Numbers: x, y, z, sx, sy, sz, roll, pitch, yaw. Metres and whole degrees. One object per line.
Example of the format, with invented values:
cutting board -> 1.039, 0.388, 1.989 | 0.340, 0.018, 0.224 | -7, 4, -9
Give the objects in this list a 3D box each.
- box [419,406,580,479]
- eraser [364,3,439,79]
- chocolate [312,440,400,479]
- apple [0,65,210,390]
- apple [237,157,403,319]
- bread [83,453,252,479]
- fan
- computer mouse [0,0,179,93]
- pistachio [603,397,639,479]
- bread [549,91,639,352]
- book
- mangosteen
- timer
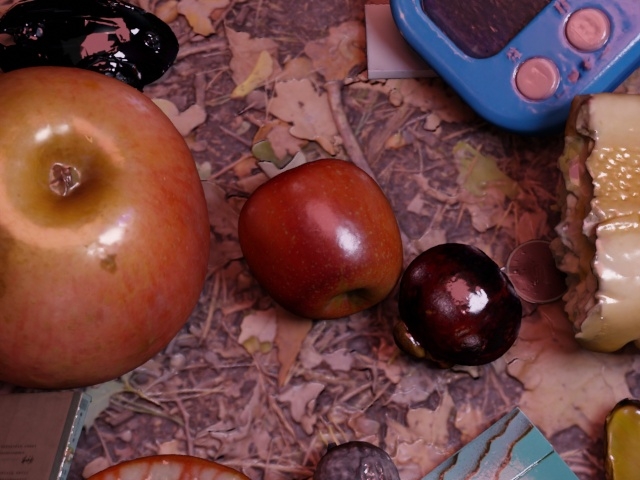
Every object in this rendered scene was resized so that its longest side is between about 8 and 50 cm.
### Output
box -> 0.228, 0.318, 1.754 | 0.162, 0.041, 0.229 | -34, 70, -15
eraser -> 0.131, -0.256, 2.036 | 0.150, 0.023, 0.104 | -1, 65, -2
chocolate -> 0.049, 0.329, 1.713 | 0.110, 0.110, 0.248 | -5, 66, -3
apple -> -0.296, -0.020, 1.753 | 0.363, 0.364, 0.364 | 0, 65, -1
apple -> 0.000, 0.000, 1.831 | 0.181, 0.181, 0.168 | -16, 69, -8
bread -> -0.162, 0.377, 1.665 | 0.327, 0.114, 0.295 | -7, 65, 8
fan -> 0.239, 0.037, 1.908 | 0.133, 0.005, 0.085 | -1, 65, -2
computer mouse -> -0.297, -0.252, 2.001 | 0.241, 0.077, 0.147 | 1, 63, 0
pistachio -> 0.356, 0.262, 1.777 | 0.089, 0.049, 0.173 | 6, 62, -12
bread -> 0.387, -0.011, 1.831 | 0.270, 0.211, 0.316 | 2, 70, -10
book -> -0.356, 0.295, 1.702 | 0.214, 0.025, 0.283 | -6, 59, 40
mangosteen -> 0.151, 0.080, 1.814 | 0.152, 0.152, 0.152 | 0, 65, -1
timer -> 0.273, -0.313, 1.943 | 0.340, 0.115, 0.309 | -44, 75, 7
